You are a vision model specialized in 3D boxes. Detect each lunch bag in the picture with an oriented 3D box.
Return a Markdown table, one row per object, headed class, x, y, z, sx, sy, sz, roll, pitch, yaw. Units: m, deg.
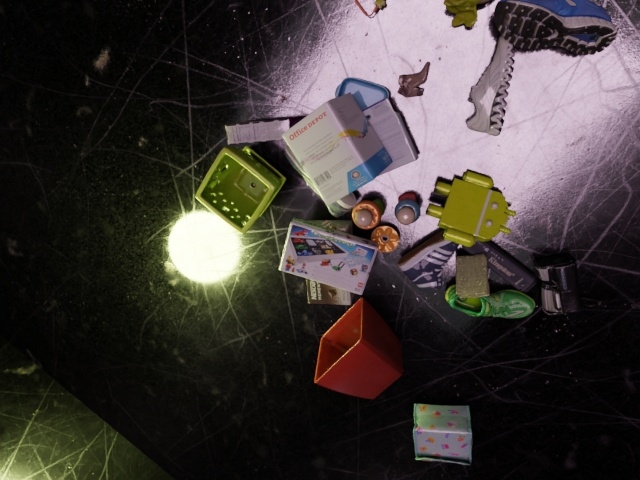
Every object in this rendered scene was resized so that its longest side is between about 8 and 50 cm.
| class | x | y | z | sx | sy | sz | roll | pitch | yaw |
| --- | --- | --- | --- | --- | --- | --- | --- | --- | --- |
| lunch bag | 0.476 | 0.779 | 1.792 | 0.223 | 0.160 | 0.262 | -1 | 119 | 13 |

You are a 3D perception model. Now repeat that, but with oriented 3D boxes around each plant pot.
| class | x | y | z | sx | sy | sz | roll | pitch | yaw |
| --- | --- | --- | --- | --- | --- | --- | --- | --- | --- |
| plant pot | 0.161 | 0.429 | 1.717 | 0.236 | 0.267 | 0.267 | 36 | 114 | -11 |
| plant pot | -0.269 | -0.194 | 1.645 | 0.227 | 0.207 | 0.228 | 39 | 114 | 0 |

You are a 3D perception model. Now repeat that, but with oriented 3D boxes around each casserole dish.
| class | x | y | z | sx | sy | sz | roll | pitch | yaw |
| --- | --- | --- | --- | --- | --- | --- | --- | --- | --- |
| casserole dish | 0.141 | -0.472 | 1.526 | 0.188 | 0.037 | 0.114 | 20 | 113 | 9 |

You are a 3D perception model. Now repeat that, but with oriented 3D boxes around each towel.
| class | x | y | z | sx | sy | sz | roll | pitch | yaw |
| --- | --- | --- | --- | --- | --- | --- | --- | --- | --- |
| towel | 0.512 | 0.120 | 1.552 | 0.110 | 0.027 | 0.148 | -7 | 75 | 28 |

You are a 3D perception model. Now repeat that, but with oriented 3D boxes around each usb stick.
| class | x | y | z | sx | sy | sz | roll | pitch | yaw |
| --- | --- | --- | --- | --- | --- | --- | --- | --- | --- |
| usb stick | 0.611 | 0.074 | 1.572 | 0.278 | 0.045 | 0.077 | 37 | 113 | 1 |

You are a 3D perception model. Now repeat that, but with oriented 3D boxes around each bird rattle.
| class | x | y | z | sx | sy | sz | roll | pitch | yaw |
| --- | --- | --- | --- | --- | --- | --- | --- | --- | --- |
| bird rattle | 0.463 | -0.742 | 1.299 | 0.253 | 0.143 | 0.207 | -25 | 83 | 19 |

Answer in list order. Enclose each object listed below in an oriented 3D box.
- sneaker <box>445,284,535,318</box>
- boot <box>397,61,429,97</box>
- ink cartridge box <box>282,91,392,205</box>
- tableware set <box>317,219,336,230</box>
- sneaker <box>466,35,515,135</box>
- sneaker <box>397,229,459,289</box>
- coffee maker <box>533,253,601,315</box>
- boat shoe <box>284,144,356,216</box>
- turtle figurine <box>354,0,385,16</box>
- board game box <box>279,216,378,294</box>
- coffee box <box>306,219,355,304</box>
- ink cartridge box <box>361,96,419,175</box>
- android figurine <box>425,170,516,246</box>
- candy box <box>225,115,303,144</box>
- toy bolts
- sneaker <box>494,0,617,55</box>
| class | x | y | z | sx | sy | sz | roll | pitch | yaw |
| --- | --- | --- | --- | --- | --- | --- | --- | --- | --- |
| sneaker | 0.583 | 0.228 | 1.589 | 0.295 | 0.123 | 0.109 | 5 | 109 | 14 |
| boot | 0.294 | -0.516 | 1.465 | 0.087 | 0.042 | 0.118 | 16 | 111 | 13 |
| ink cartridge box | 0.058 | -0.294 | 1.468 | 0.198 | 0.197 | 0.270 | -27 | 100 | 35 |
| tableware set | 0.000 | 0.000 | 1.605 | 0.154 | 0.024 | 0.104 | -36 | 103 | 21 |
| sneaker | 0.515 | -0.468 | 1.389 | 0.118 | 0.110 | 0.292 | 13 | 111 | 21 |
| sneaker | 0.424 | 0.064 | 1.595 | 0.282 | 0.099 | 0.153 | -34 | 99 | 22 |
| coffee maker | 0.807 | 0.139 | 1.513 | 0.171 | 0.120 | 0.178 | -16 | 105 | -4 |
| boat shoe | -0.018 | -0.208 | 1.620 | 0.319 | 0.116 | 0.099 | 43 | 134 | 1 |
| turtle figurine | 0.175 | -0.836 | 1.364 | 0.217 | 0.087 | 0.269 | -13 | 104 | 20 |
| board game box | 0.025 | 0.056 | 1.582 | 0.305 | 0.053 | 0.193 | 17 | 115 | 2 |
| coffee box | 0.035 | 0.081 | 1.698 | 0.168 | 0.119 | 0.297 | 1 | 107 | 15 |
| ink cartridge box | 0.183 | -0.332 | 1.535 | 0.223 | 0.045 | 0.224 | -19 | 104 | 33 |
| android figurine | 0.490 | -0.098 | 1.492 | 0.273 | 0.056 | 0.248 | 21 | 79 | 11 |
| candy box | -0.187 | -0.381 | 1.584 | 0.233 | 0.159 | 0.071 | 0 | 107 | 17 |
| toy bolts | 0.238 | -0.055 | 1.572 | 0.228 | 0.158 | 0.218 | -18 | 102 | 21 |
| sneaker | 0.644 | -0.620 | 1.278 | 0.330 | 0.147 | 0.130 | 10 | 154 | -4 |
